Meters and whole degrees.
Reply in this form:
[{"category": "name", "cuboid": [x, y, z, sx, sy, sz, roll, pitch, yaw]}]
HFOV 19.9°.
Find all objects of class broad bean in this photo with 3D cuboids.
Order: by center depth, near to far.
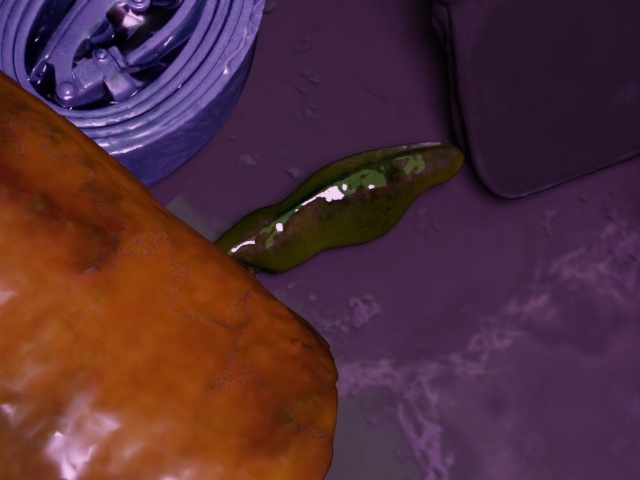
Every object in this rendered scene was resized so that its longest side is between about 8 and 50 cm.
[{"category": "broad bean", "cuboid": [-0.007, -0.004, 1.022, 0.195, 0.046, 0.061, -41, 96, -15]}]

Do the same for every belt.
[{"category": "belt", "cuboid": [-0.110, -0.114, 1.018, 0.141, 0.082, 0.190, 35, 70, 4]}]

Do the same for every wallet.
[{"category": "wallet", "cuboid": [0.142, -0.207, 0.984, 0.197, 0.377, 0.051, -20, 35, -15]}]

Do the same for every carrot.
[{"category": "carrot", "cuboid": [-0.161, 0.057, 0.868, 0.340, 0.241, 0.241, 42, 70, 9]}]
